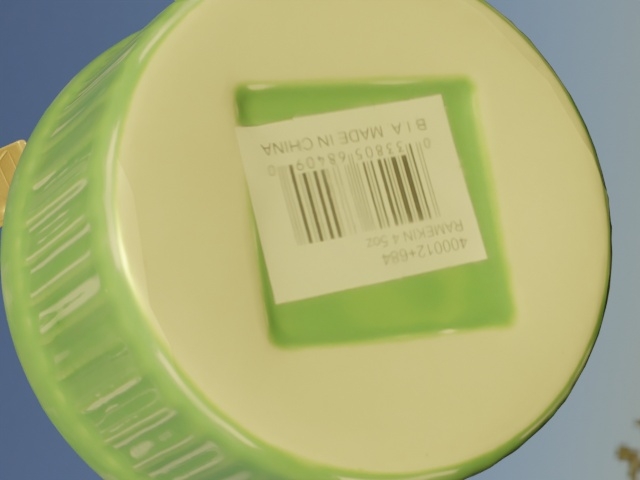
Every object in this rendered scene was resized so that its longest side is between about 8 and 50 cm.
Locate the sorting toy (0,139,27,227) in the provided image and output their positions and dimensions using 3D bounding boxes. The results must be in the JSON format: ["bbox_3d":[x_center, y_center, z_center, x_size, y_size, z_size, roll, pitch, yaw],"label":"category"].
[{"bbox_3d":[-0.257,-0.055,1.211,0.083,0.062,0.012,66,171,-7],"label":"sorting toy"}]

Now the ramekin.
[{"bbox_3d":[0.000,0.000,0.783,0.148,0.303,0.303,148,136,-65],"label":"ramekin"}]
